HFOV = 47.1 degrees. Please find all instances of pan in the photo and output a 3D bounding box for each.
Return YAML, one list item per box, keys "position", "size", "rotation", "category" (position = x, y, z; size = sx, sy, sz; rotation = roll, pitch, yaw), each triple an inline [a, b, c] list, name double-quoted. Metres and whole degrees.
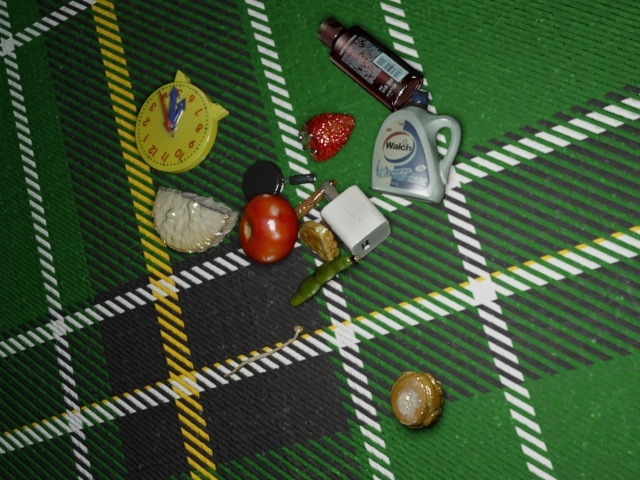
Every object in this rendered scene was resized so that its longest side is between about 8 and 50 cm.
- position: [-0.121, -0.167, 2.069]
  size: [0.235, 0.028, 0.136]
  rotation: [-5, 82, 24]
  category: "pan"

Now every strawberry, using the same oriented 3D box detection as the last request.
- position: [0.017, -0.285, 1.985]
  size: [0.131, 0.148, 0.131]
  rotation: [36, 138, 42]
  category: "strawberry"

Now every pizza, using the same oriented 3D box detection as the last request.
- position: [0.000, -0.001, 1.951]
  size: [0.046, 0.175, 0.134]
  rotation: [-40, 107, -16]
  category: "pizza"

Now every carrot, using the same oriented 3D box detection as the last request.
- position: [-0.018, -0.112, 2.014]
  size: [0.165, 0.035, 0.036]
  rotation: [-40, 69, 12]
  category: "carrot"

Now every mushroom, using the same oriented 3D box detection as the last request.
- position: [-0.158, 0.315, 2.032]
  size: [0.286, 0.026, 0.028]
  rotation: [-36, 55, 18]
  category: "mushroom"

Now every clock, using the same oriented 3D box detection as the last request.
- position: [-0.441, -0.347, 2.213]
  size: [0.277, 0.071, 0.294]
  rotation: [36, 99, 23]
  category: "clock"

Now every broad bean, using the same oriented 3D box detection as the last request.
- position: [0.005, 0.095, 1.936]
  size: [0.297, 0.043, 0.060]
  rotation: [-39, 51, 40]
  category: "broad bean"

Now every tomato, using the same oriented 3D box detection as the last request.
- position: [-0.139, -0.032, 1.988]
  size: [0.195, 0.136, 0.195]
  rotation: [9, 100, 60]
  category: "tomato"

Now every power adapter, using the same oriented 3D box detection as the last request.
- position: [0.070, -0.071, 1.906]
  size: [0.125, 0.130, 0.205]
  rotation: [-39, 69, -3]
  category: "power adapter"

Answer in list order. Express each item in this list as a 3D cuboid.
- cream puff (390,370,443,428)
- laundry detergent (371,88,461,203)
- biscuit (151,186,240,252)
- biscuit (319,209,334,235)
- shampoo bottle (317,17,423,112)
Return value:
- position: [0.239, 0.391, 1.796]
  size: [0.126, 0.103, 0.144]
  rotation: [19, 91, 38]
  category: "cream puff"
- position: [0.248, -0.245, 1.872]
  size: [0.214, 0.105, 0.281]
  rotation: [13, 87, 26]
  category: "laundry detergent"
- position: [-0.379, -0.052, 2.141]
  size: [0.281, 0.084, 0.179]
  rotation: [15, 89, 25]
  category: "biscuit"
- position: [0.030, -0.045, 1.992]
  size: [0.082, 0.016, 0.092]
  rotation: [13, 90, 21]
  category: "biscuit"
- position: [0.123, -0.481, 1.970]
  size: [0.323, 0.084, 0.129]
  rotation: [43, 99, 24]
  category: "shampoo bottle"
